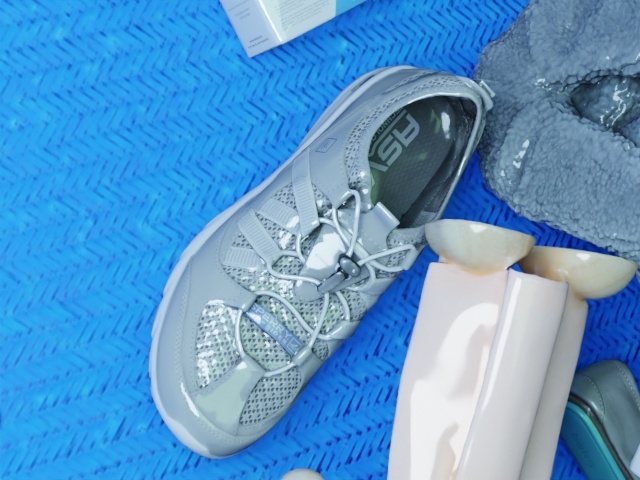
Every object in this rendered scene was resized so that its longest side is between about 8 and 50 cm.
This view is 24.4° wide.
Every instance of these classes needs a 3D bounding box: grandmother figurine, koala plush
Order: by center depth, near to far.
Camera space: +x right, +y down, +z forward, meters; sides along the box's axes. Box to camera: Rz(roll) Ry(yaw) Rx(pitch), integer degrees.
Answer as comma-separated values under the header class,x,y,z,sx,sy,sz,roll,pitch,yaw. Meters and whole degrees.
class,x,y,z,sx,sy,sz,roll,pitch,yaw
grandmother figurine,0.071,0.165,0.803,0.208,0.104,0.342,12,85,-13
koala plush,0.226,-0.061,0.961,0.221,0.203,0.196,21,86,-44

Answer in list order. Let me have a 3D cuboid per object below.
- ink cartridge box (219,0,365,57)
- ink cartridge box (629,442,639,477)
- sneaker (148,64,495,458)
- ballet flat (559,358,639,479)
class,x,y,z,sx,sy,sz,roll,pitch,yaw
ink cartridge box,-0.027,-0.187,0.898,0.088,0.052,0.122,-30,100,-24
ink cartridge box,0.318,0.027,0.891,0.207,0.117,0.283,-30,144,-46
sneaker,0.000,0.000,0.861,0.105,0.115,0.281,38,72,-18
ballet flat,0.221,0.177,0.978,0.068,0.072,0.213,-28,98,-28
